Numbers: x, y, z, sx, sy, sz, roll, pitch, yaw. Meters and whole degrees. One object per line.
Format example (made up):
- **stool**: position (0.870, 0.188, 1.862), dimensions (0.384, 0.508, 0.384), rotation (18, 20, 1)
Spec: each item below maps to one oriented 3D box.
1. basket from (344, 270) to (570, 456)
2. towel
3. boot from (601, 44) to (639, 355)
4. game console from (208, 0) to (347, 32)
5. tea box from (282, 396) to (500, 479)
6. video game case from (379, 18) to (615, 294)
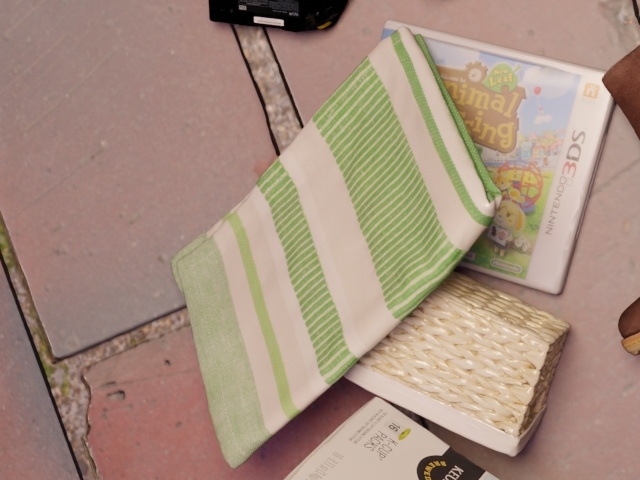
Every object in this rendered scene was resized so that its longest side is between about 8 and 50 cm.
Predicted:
- **basket**: position (0.116, 0.091, 1.110), dimensions (0.167, 0.113, 0.103), rotation (25, 104, 16)
- **towel**: position (0.000, 0.000, 1.114), dimensions (0.325, 0.038, 0.248), rotation (-44, 43, 24)
- **boot**: position (0.292, -0.051, 1.066), dimensions (0.248, 0.090, 0.207), rotation (-41, 73, 13)
- **game console**: position (-0.138, -0.313, 1.199), dimensions (0.361, 0.044, 0.213), rotation (12, 117, 24)
- **tea box**: position (0.069, 0.369, 1.041), dimensions (0.323, 0.220, 0.329), rotation (32, 123, 16)
- **video game case**: position (0.132, -0.075, 1.149), dimensions (0.212, 0.023, 0.193), rotation (17, 98, 19)
